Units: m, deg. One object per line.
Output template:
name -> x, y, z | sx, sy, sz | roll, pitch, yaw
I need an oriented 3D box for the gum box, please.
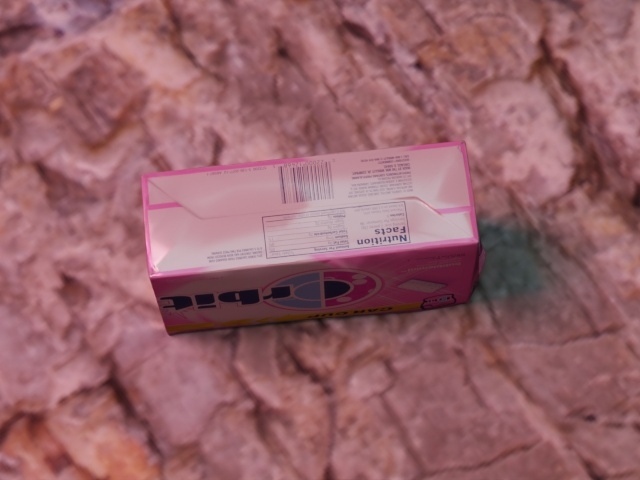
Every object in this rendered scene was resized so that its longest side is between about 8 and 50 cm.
gum box -> 0.000, 0.000, 1.077 | 0.188, 0.107, 0.062 | -6, 70, -1
